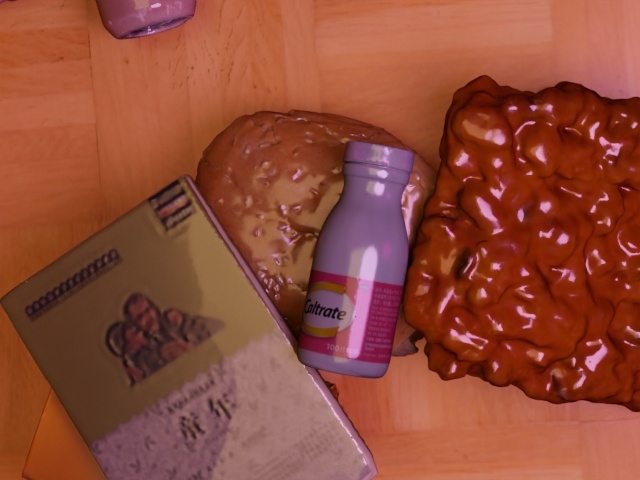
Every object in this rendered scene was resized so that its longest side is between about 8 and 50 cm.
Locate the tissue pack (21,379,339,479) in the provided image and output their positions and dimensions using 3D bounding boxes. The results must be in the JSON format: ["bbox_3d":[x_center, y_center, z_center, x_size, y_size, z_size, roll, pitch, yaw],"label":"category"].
[{"bbox_3d":[-0.139,0.195,1.493,0.274,0.145,0.194,21,97,6],"label":"tissue pack"}]

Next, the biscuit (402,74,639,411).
[{"bbox_3d":[0.238,0.003,1.399,0.318,0.110,0.312,12,95,-26],"label":"biscuit"}]

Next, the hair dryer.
[{"bbox_3d":[-0.310,-0.278,1.529,0.344,0.107,0.189,-16,92,17],"label":"hair dryer"}]

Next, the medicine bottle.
[{"bbox_3d":[0.038,0.017,1.348,0.090,0.090,0.217,10,90,7],"label":"medicine bottle"}]

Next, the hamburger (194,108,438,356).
[{"bbox_3d":[-0.001,-0.001,1.466,0.283,0.144,0.259,6,91,2],"label":"hamburger"}]

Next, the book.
[{"bbox_3d":[-0.133,0.144,1.403,0.239,0.035,0.352,-33,88,10],"label":"book"}]
